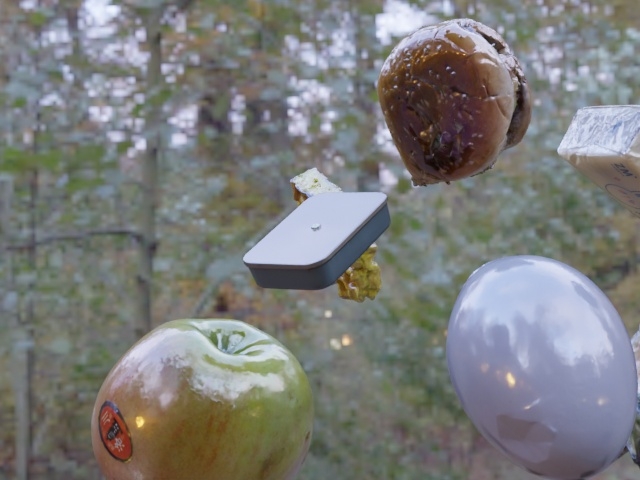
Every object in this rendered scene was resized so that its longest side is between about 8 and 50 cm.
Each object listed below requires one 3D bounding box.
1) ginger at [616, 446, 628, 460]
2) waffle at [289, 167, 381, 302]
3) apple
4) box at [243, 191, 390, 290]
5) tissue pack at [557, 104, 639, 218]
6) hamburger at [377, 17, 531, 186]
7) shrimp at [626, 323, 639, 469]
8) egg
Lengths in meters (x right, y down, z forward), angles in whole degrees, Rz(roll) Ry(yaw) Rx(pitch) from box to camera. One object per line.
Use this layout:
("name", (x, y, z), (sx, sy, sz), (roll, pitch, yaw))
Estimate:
("ginger", (0.485, 0.288, 2.167), (0.309, 0.133, 0.107), (-39, 8, 28))
("waffle", (0.033, 0.011, 2.038), (0.055, 0.211, 0.160), (-29, 40, -18))
("apple", (-0.183, 0.275, 2.079), (0.338, 0.305, 0.338), (26, 21, -11))
("box", (0.000, 0.000, 1.144), (0.091, 0.031, 0.126), (0, 30, 37))
("tissue pack", (0.431, -0.095, 1.738), (0.196, 0.092, 0.148), (35, -12, -25))
("hamburger", (0.200, -0.214, 2.055), (0.243, 0.286, 0.146), (37, 47, 20))
("shrimp", (0.503, 0.248, 1.668), (0.272, 0.445, 0.085), (-21, -35, 27))
("egg", (0.215, 0.125, 1.275), (0.176, 0.232, 0.176), (-9, -36, -7))
